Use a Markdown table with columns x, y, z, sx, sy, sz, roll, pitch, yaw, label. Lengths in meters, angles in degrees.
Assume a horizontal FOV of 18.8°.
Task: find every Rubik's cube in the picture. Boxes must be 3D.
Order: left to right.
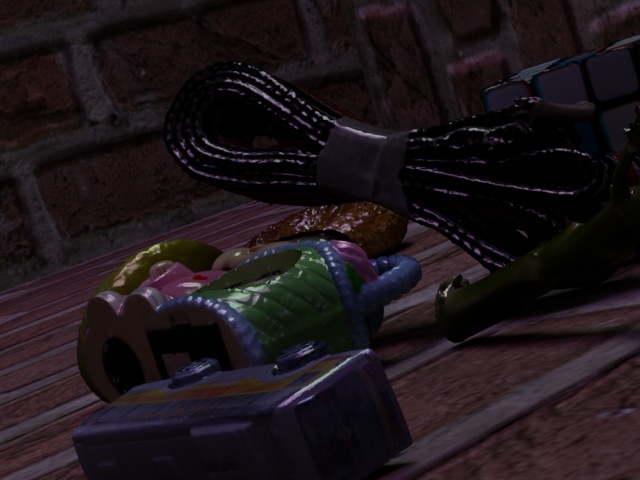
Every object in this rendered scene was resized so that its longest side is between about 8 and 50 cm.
| x | y | z | sx | sy | sz | roll | pitch | yaw | label |
| --- | --- | --- | --- | --- | --- | --- | --- | --- | --- |
| 0.220 | -0.068 | 1.404 | 0.155 | 0.151 | 0.154 | -15 | 4 | 19 | Rubik's cube |

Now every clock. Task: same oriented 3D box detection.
| x | y | z | sx | sy | sz | roll | pitch | yaw | label |
| --- | --- | --- | --- | --- | --- | --- | --- | --- | --- |
| -0.033 | 0.049 | 1.291 | 0.195 | 0.100 | 0.194 | -24 | 12 | -41 | clock |

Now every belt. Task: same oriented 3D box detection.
| x | y | z | sx | sy | sz | roll | pitch | yaw | label |
| --- | --- | --- | --- | --- | --- | --- | --- | --- | --- |
| 0.050 | -0.051 | 1.337 | 0.359 | 0.126 | 0.094 | 11 | 6 | 34 | belt |

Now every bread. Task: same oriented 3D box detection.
| x | y | z | sx | sy | sz | roll | pitch | yaw | label |
| --- | --- | --- | --- | --- | --- | --- | --- | --- | --- |
| -0.117 | 0.062 | 1.435 | 0.129 | 0.111 | 0.114 | -15 | -5 | -31 | bread |
| 0.000 | 0.000 | 1.982 | 0.193 | 0.064 | 0.193 | -19 | 7 | 3 | bread |

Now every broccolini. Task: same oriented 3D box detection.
| x | y | z | sx | sy | sz | roll | pitch | yaw | label |
| --- | --- | --- | --- | --- | --- | --- | --- | --- | --- |
| 0.143 | -0.018 | 1.057 | 0.078 | 0.074 | 0.392 | -26 | -5 | -31 | broccolini |

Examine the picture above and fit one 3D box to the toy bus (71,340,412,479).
| x | y | z | sx | sy | sz | roll | pitch | yaw | label |
| --- | --- | --- | --- | --- | --- | --- | --- | --- | --- |
| -0.044 | 0.096 | 0.966 | 0.075 | 0.064 | 0.190 | -28 | 11 | -39 | toy bus |
